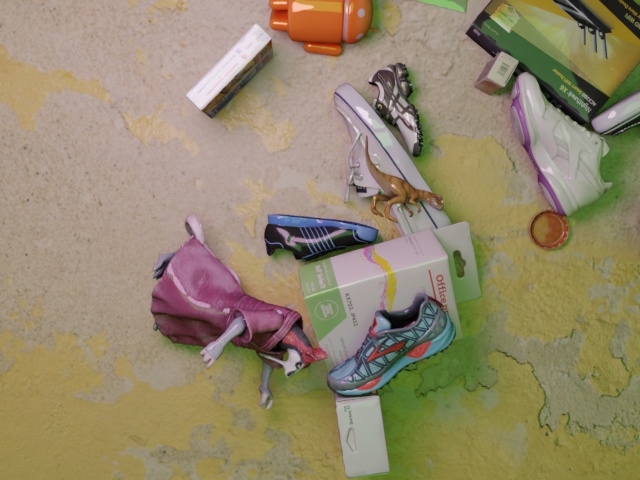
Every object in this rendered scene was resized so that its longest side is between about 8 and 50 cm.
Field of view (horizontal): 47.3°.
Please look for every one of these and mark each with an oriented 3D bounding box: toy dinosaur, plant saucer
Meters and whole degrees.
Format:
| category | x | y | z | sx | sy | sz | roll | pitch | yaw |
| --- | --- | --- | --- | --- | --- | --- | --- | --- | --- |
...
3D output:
| category | x | y | z | sx | sy | sz | roll | pitch | yaw |
| --- | --- | --- | --- | --- | --- | --- | --- | --- | --- |
| toy dinosaur | 0.135 | -0.100 | 1.391 | 0.211 | 0.064 | 0.112 | 28 | 88 | -22 |
| plant saucer | 0.476 | -0.023 | 1.526 | 0.083 | 0.013 | 0.083 | 0 | 92 | 1 |

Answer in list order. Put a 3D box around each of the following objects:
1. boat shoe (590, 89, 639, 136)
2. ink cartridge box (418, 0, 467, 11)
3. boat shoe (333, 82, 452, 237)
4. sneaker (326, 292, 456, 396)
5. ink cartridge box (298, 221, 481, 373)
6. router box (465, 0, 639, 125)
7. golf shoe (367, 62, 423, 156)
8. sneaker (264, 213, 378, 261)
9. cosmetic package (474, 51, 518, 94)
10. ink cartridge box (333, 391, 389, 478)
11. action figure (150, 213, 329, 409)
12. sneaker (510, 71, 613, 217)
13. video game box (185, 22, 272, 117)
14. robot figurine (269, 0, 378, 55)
| category | x | y | z | sx | sy | sz | roll | pitch | yaw |
| --- | --- | --- | --- | --- | --- | --- | --- | --- | --- |
| boat shoe | 0.707 | -0.266 | 1.454 | 0.335 | 0.121 | 0.119 | -24 | 92 | -5 |
| ink cartridge box | 0.201 | -0.575 | 1.483 | 0.235 | 0.056 | 0.171 | 13 | 92 | 1 |
| boat shoe | 0.105 | -0.130 | 1.472 | 0.156 | 0.136 | 0.367 | -35 | 102 | 4 |
| sneaker | 0.114 | 0.184 | 1.362 | 0.262 | 0.104 | 0.125 | -31 | 114 | -1 |
| ink cartridge box | 0.154 | 0.113 | 1.444 | 0.353 | 0.119 | 0.207 | -17 | 119 | 1 |
| router box | 0.491 | -0.422 | 1.475 | 0.309 | 0.081 | 0.243 | 39 | 92 | -1 |
| golf shoe | 0.154 | -0.258 | 1.491 | 0.094 | 0.077 | 0.198 | -15 | 83 | 6 |
| sneaker | 0.000 | 0.000 | 1.498 | 0.232 | 0.081 | 0.090 | 6 | 95 | 7 |
| cosmetic package | 0.350 | -0.332 | 1.462 | 0.041 | 0.115 | 0.060 | 29 | 93 | -2 |
| ink cartridge box | 0.077 | 0.360 | 1.444 | 0.087 | 0.208 | 0.153 | -8 | 93 | 0 |
| action figure | -0.147 | 0.155 | 1.438 | 0.370 | 0.248 | 0.275 | 17 | 66 | 16 |
| sneaker | 0.483 | -0.207 | 1.470 | 0.152 | 0.114 | 0.305 | -26 | 102 | 7 |
| video game box | -0.171 | -0.323 | 1.418 | 0.048 | 0.205 | 0.187 | 42 | 92 | -6 |
| robot figurine | 0.009 | -0.457 | 1.449 | 0.219 | 0.128 | 0.158 | 3 | 92 | 0 |
